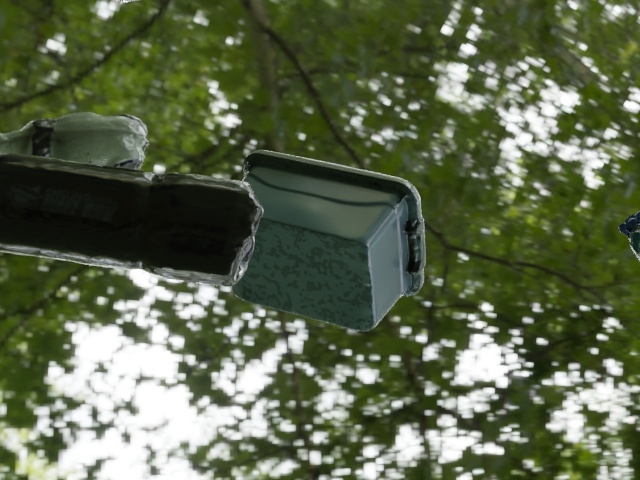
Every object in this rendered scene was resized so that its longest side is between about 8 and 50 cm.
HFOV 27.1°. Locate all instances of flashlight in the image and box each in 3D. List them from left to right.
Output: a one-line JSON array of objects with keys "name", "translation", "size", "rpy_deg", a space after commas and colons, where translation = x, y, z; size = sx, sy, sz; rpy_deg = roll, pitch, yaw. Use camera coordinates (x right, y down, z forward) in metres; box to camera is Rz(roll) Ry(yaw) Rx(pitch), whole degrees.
[{"name": "flashlight", "translation": [-0.255, -0.029, 1.063], "size": [0.424, 0.103, 0.103], "rpy_deg": [8, -92, 4]}]

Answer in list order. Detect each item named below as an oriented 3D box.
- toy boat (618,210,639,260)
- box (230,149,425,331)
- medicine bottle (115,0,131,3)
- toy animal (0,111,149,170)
[{"name": "toy boat", "translation": [0.336, -0.007, 1.123], "size": [0.175, 0.110, 0.091], "rpy_deg": [7, -52, 40]}, {"name": "box", "translation": [0.000, 0.000, 1.501], "size": [0.227, 0.130, 0.162], "rpy_deg": [13, -49, 23]}, {"name": "medicine bottle", "translation": [-0.205, -0.391, 1.519], "size": [0.115, 0.078, 0.219], "rpy_deg": [-12, -92, 11]}, {"name": "toy animal", "translation": [-0.321, -0.108, 1.652], "size": [0.121, 0.225, 0.093], "rpy_deg": [122, -35, -67]}]
